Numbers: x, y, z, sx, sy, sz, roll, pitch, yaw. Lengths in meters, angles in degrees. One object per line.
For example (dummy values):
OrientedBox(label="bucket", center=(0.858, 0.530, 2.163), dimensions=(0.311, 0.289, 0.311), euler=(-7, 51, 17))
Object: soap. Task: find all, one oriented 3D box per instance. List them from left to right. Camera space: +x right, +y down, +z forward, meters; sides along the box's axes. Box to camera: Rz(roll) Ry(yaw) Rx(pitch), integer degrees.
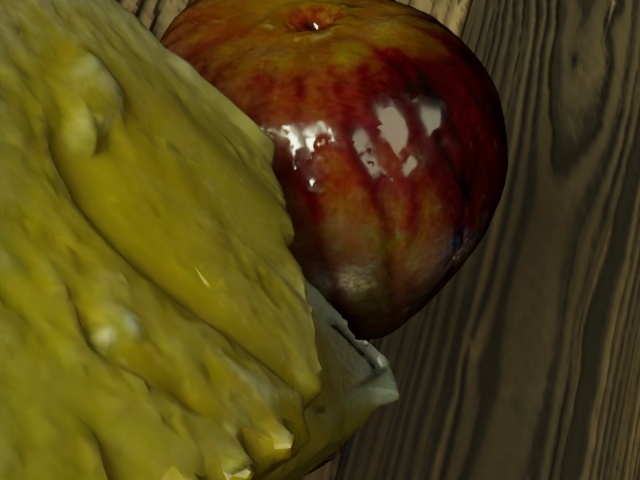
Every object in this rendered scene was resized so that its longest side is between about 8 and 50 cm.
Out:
OrientedBox(label="soap", center=(-0.069, 0.095, 0.557), dimensions=(0.304, 0.169, 0.338), euler=(43, 22, -32))

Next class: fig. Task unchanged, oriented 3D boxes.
OrientedBox(label="fig", center=(0.013, -0.022, 0.786), dimensions=(0.148, 0.149, 0.202), euler=(-43, 105, -28))
